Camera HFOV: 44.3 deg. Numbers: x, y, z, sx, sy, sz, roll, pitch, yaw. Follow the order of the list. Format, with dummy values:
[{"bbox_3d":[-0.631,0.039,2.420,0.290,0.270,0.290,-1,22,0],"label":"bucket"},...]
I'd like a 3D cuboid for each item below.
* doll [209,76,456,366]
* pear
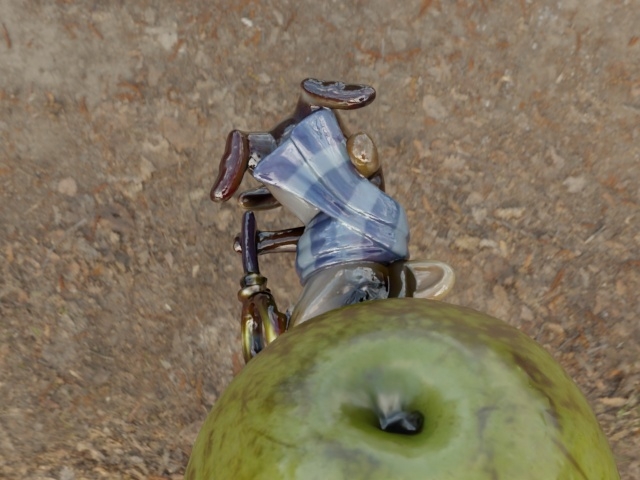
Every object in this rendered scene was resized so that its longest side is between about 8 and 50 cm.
[{"bbox_3d":[-0.004,0.000,0.963,0.209,0.318,0.340,-13,75,-45],"label":"doll"},{"bbox_3d":[0.046,0.177,0.475,0.283,0.283,0.284,0,69,-1],"label":"pear"}]
